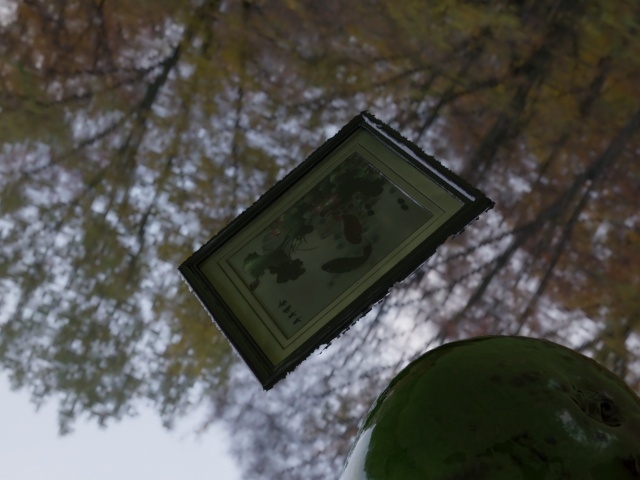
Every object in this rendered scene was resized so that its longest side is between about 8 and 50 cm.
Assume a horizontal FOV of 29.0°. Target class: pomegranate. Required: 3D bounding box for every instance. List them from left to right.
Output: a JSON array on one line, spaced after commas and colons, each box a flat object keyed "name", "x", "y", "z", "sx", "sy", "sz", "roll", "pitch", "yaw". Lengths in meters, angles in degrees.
[{"name": "pomegranate", "x": 0.085, "y": 0.157, "z": 0.638, "sx": 0.182, "sy": 0.224, "sz": 0.181, "roll": 16, "pitch": -146, "yaw": -12}]

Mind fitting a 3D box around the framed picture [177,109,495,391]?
[{"name": "framed picture", "x": 0.000, "y": 0.000, "z": 0.884, "sx": 0.010, "sy": 0.199, "sz": 0.195, "roll": 52, "pitch": 176, "yaw": -33}]
